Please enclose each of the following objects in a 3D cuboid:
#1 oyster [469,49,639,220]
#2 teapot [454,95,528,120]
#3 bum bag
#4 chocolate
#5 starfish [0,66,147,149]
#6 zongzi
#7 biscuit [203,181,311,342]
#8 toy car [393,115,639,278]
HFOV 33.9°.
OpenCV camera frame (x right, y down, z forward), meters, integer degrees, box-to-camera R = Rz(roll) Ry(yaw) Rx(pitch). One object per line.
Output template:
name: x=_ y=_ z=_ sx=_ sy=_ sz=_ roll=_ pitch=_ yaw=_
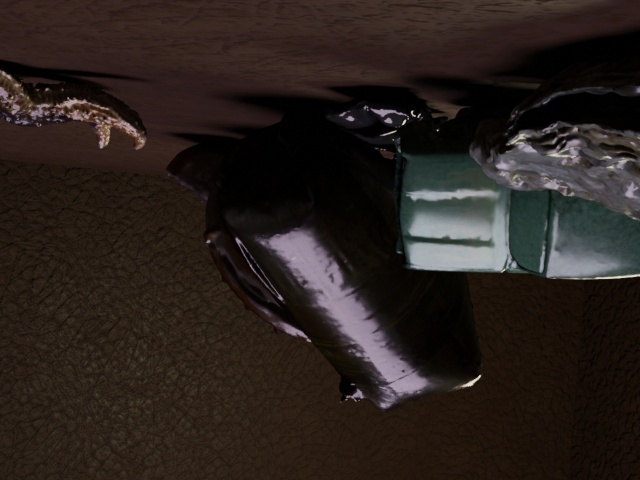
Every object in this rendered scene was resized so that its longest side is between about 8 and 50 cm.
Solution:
oyster: x=0.224 y=-0.062 z=0.690 sx=0.199 sy=0.112 sz=0.268 roll=5 pitch=-176 yaw=-12
teapot: x=0.187 y=-0.082 z=0.947 sx=0.146 sy=0.148 sz=0.116 roll=-4 pitch=-147 yaw=15
bum bag: x=0.064 y=-0.107 z=0.991 sx=0.087 sy=0.049 sz=0.198 roll=0 pitch=178 yaw=17
chocolate: x=-0.121 y=-0.097 z=1.668 sx=0.185 sy=0.100 sz=0.303 roll=28 pitch=-174 yaw=10
starfish: x=-0.277 y=-0.130 z=0.994 sx=0.238 sy=0.071 sz=0.216 roll=15 pitch=-172 yaw=11
zongzi: x=0.034 y=-0.073 z=1.243 sx=0.208 sy=0.432 sz=0.403 roll=-18 pitch=134 yaw=22
biscuit: x=0.000 y=0.000 z=1.456 sx=0.332 sy=0.332 sz=0.103 roll=4 pitch=141 yaw=-29
toy car: x=0.220 y=-0.035 z=0.851 sx=0.321 sy=0.141 sz=0.097 roll=-1 pitch=-143 yaw=4
